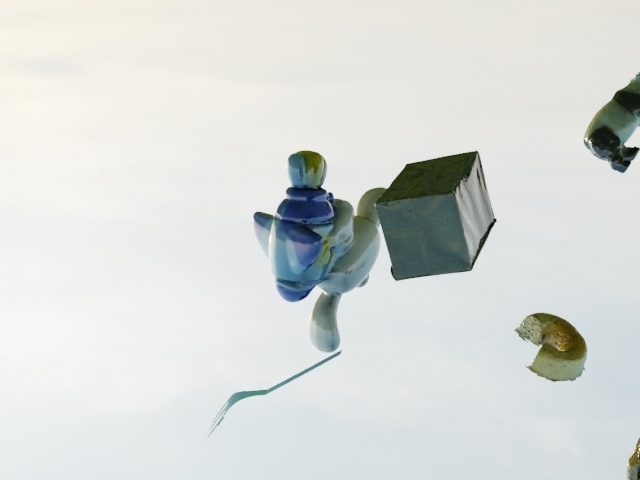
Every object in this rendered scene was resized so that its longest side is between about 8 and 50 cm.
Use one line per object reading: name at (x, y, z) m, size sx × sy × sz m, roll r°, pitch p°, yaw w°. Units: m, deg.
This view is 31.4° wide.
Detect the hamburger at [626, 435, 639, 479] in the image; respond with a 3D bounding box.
hamburger at (0.621, 0.384, 2.001) m, size 0.113 × 0.177 × 0.185 m, roll 2°, pitch 177°, yaw 43°

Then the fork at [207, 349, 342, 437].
fork at (-0.057, 0.176, 1.389) m, size 0.021 × 0.039 × 0.235 m, roll 42°, pitch -138°, yaw 22°

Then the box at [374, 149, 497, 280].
box at (0.208, -0.047, 2.046) m, size 0.155 × 0.148 × 0.231 m, roll -9°, pitch -162°, yaw 24°

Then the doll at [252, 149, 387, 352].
doll at (-0.008, 0.001, 2.372) m, size 0.187 × 0.376 × 0.365 m, roll -10°, pitch 149°, yaw 32°

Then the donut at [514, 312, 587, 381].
donut at (0.506, 0.225, 2.451) m, size 0.146 × 0.078 × 0.181 m, roll 10°, pitch -149°, yaw -11°

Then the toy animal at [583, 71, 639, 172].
toy animal at (0.638, -0.251, 2.363) m, size 0.121 × 0.225 × 0.094 m, roll 37°, pitch 177°, yaw 6°
